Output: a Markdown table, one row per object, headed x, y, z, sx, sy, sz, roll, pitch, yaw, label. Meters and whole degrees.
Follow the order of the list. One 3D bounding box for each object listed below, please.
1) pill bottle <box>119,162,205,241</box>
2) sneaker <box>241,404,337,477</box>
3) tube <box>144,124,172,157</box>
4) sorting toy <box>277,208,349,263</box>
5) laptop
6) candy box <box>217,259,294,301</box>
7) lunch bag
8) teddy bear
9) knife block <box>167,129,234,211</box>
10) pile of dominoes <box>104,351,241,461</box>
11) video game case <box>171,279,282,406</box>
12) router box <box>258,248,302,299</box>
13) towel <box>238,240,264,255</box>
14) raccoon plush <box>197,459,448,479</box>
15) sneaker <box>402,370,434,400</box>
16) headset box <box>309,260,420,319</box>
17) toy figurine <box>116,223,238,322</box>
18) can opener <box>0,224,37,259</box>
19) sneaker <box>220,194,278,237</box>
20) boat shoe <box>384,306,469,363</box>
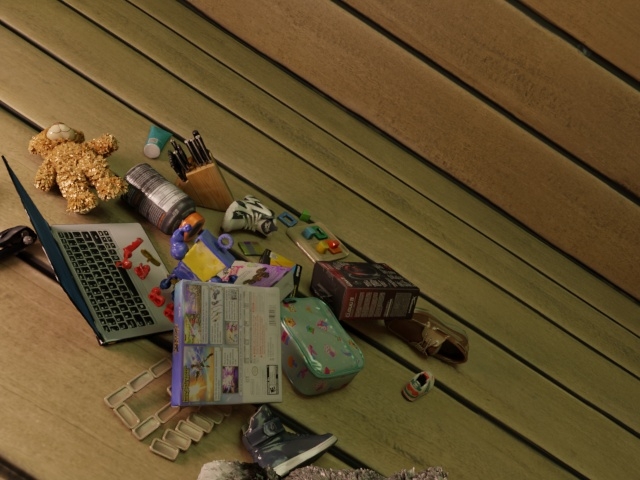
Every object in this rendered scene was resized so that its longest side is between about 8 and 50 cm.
| x | y | z | sx | sy | sz | roll | pitch | yaw | label |
| --- | --- | --- | --- | --- | --- | --- | --- | --- | --- |
| -0.453 | -0.103 | 1.657 | 0.246 | 0.130 | 0.130 | 39 | 30 | 7 | pill bottle |
| -0.074 | 0.437 | 1.298 | 0.226 | 0.086 | 0.163 | -6 | 52 | -47 | sneaker |
| -0.565 | -0.349 | 1.984 | 0.080 | 0.052 | 0.207 | 28 | 25 | -19 | tube |
| 0.000 | 0.000 | 2.030 | 0.347 | 0.047 | 0.196 | 46 | 32 | 19 | sorting toy |
| -0.496 | 0.020 | 1.337 | 0.408 | 0.236 | 0.382 | -4 | 48 | -47 | laptop |
| -0.195 | 0.123 | 1.552 | 0.196 | 0.070 | 0.165 | 7 | 23 | 21 | candy box |
| -0.020 | 0.273 | 1.561 | 0.224 | 0.108 | 0.279 | 0 | 45 | -44 | lunch bag |
| -0.668 | -0.211 | 1.569 | 0.245 | 0.113 | 0.338 | -19 | 61 | -8 | teddy bear |
| -0.355 | -0.223 | 1.811 | 0.276 | 0.242 | 0.088 | 12 | 38 | -33 | knife block |
| -0.314 | 0.357 | 1.252 | 0.196 | 0.040 | 0.251 | 45 | 40 | 11 | pile of dominoes |
| -0.208 | 0.233 | 1.297 | 0.244 | 0.061 | 0.269 | 8 | 70 | -32 | video game case |
| -0.131 | 0.115 | 1.740 | 0.133 | 0.046 | 0.179 | 27 | 31 | -12 | router box |
| -0.218 | 0.026 | 1.820 | 0.083 | 0.009 | 0.060 | -1 | 45 | -43 | towel |
| 0.026 | 0.501 | 1.047 | 0.447 | 0.299 | 0.216 | 18 | 53 | -29 | raccoon plush |
| 0.309 | 0.419 | 1.704 | 0.057 | 0.075 | 0.161 | 47 | 33 | 21 | sneaker |
| 0.119 | 0.151 | 1.768 | 0.293 | 0.110 | 0.218 | 3 | 18 | -28 | headset box |
| -0.276 | 0.085 | 1.380 | 0.362 | 0.217 | 0.191 | 47 | 6 | -8 | toy figurine |
| -0.728 | 0.018 | 1.307 | 0.059 | 0.073 | 0.186 | 68 | 28 | -19 | can opener |
| -0.217 | -0.062 | 1.860 | 0.153 | 0.094 | 0.235 | 28 | 20 | 6 | sneaker |
| 0.356 | 0.313 | 1.863 | 0.324 | 0.123 | 0.116 | 21 | 36 | -18 | boat shoe |
